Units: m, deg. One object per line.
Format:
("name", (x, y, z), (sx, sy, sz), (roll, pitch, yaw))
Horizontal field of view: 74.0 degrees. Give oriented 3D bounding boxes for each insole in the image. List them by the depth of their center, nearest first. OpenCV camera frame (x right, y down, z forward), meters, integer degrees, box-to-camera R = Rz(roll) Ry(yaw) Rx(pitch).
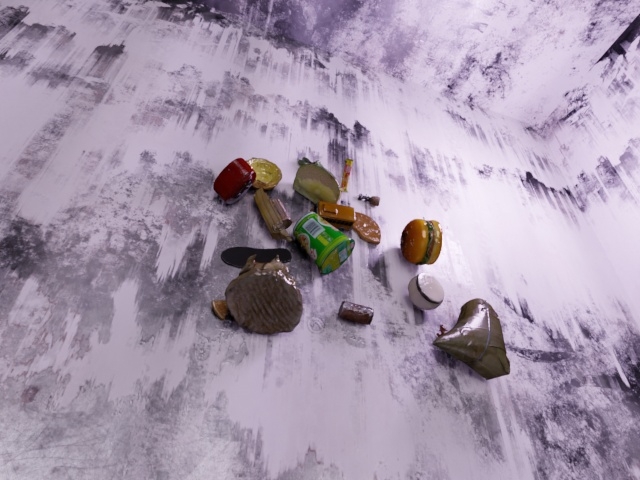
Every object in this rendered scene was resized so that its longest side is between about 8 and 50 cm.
("insole", (-0.267, 0.067, 1.805), (0.309, 0.012, 0.110), (-4, 54, -28))

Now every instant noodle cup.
("instant noodle cup", (0.000, 0.000, 1.872), (0.207, 0.207, 0.232), (-26, 61, -38))

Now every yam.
("yam", (0.149, 0.298, 1.761), (0.141, 0.079, 0.079), (17, 47, -9))

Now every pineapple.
("pineapple", (0.255, -0.218, 2.269), (0.124, 0.058, 0.058), (11, 47, 2))

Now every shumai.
("shumai", (-0.212, 0.198, 1.638), (0.314, 0.267, 0.262), (45, 9, -22))

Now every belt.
("belt", (-0.380, -0.261, 1.914), (0.124, 0.201, 0.128), (45, 8, 16))

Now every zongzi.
("zongzi", (0.618, 0.366, 1.827), (0.392, 0.174, 0.356), (27, 42, -19))

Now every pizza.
("pizza", (-0.370, 0.255, 1.594), (0.078, 0.025, 0.083), (-27, 84, -54))

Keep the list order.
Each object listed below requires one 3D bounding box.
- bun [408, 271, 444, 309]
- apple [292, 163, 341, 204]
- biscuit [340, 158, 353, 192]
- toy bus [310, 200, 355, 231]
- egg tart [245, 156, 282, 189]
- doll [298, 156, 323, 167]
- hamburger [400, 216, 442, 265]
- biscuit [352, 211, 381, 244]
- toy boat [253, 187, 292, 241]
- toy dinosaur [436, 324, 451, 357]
("bun", (0.470, 0.241, 1.929), (0.172, 0.120, 0.173), (18, 46, -20))
("apple", (0.005, -0.281, 2.109), (0.264, 0.193, 0.120), (34, 36, 7))
("biscuit", (0.143, -0.357, 2.343), (0.048, 0.026, 0.292), (7, 47, 6))
("toy bus", (0.058, -0.117, 2.034), (0.200, 0.114, 0.098), (10, 57, -19))
("egg tart", (-0.292, -0.314, 2.059), (0.212, 0.090, 0.213), (14, 48, -16))
("doll", (-0.046, -0.402, 2.265), (0.150, 0.078, 0.115), (29, 35, 15))
("hamburger", (0.476, 0.003, 2.053), (0.169, 0.246, 0.246), (7, 49, -5))
("biscuit", (0.228, -0.066, 2.135), (0.221, 0.029, 0.141), (46, 50, 16))
("toy boat", (-0.207, -0.118, 1.922), (0.115, 0.089, 0.310), (-25, 57, -6))
("toy dinosaur", (0.541, 0.437, 1.848), (0.055, 0.049, 0.154), (17, 52, -29))
